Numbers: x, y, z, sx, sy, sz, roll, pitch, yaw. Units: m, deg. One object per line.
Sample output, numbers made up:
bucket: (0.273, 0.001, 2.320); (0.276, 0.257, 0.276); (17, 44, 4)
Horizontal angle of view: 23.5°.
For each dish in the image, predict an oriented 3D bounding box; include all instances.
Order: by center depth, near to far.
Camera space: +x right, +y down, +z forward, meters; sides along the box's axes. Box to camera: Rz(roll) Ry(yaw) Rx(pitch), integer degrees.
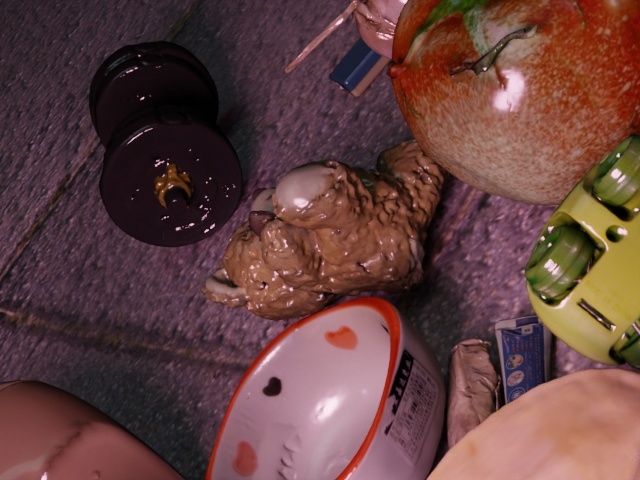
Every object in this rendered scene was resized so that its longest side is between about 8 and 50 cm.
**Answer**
dish: (0.019, 0.184, 1.400); (0.256, 0.117, 0.256); (-36, 31, 26)

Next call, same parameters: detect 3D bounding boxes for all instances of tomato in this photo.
tomato: (0.220, -0.177, 1.466); (0.303, 0.239, 0.303); (-36, 32, 26)

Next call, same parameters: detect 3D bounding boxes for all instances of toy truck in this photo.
toy truck: (0.252, 0.012, 1.303); (0.187, 0.148, 0.210); (-53, 6, -10)

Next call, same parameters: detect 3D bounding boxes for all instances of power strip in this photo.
power strip: (0.065, -0.238, 1.968); (0.123, 0.032, 0.056); (-49, 28, -4)

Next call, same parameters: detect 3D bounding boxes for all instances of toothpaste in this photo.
toothpaste: (0.181, 0.135, 1.338); (0.057, 0.035, 0.197); (-9, 40, 12)

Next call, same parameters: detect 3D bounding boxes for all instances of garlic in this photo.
garlic: (0.102, -0.229, 1.754); (0.257, 0.207, 0.207); (-40, 27, -9)

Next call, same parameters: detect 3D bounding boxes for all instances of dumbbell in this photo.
dumbbell: (-0.210, -0.134, 2.050); (0.185, 0.185, 0.388); (-41, 29, 11)

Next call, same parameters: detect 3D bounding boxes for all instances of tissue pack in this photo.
tissue pack: (-0.318, 0.338, 1.504); (0.277, 0.267, 0.387); (8, 62, 52)

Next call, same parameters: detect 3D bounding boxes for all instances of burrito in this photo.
burrito: (0.139, 0.160, 1.355); (0.188, 0.045, 0.058); (-87, 21, -47)

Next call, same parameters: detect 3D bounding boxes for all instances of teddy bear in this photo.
teddy bear: (0.000, 0.000, 1.632); (0.256, 0.156, 0.267); (-17, 1, 41)

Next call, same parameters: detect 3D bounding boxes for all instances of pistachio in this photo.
pistachio: (0.169, 0.192, 1.155); (0.229, 0.157, 0.157); (-45, 28, -11)
